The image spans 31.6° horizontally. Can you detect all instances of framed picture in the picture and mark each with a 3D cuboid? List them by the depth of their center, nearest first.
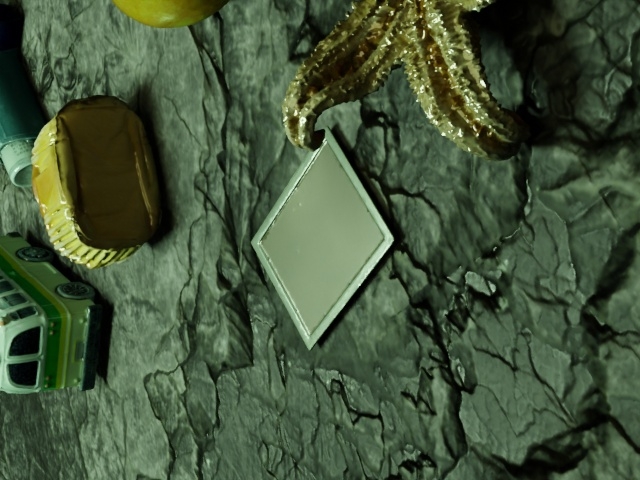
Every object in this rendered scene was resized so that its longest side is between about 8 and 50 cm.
[{"bbox_3d":[0.000,0.000,1.110,0.142,0.011,0.183,60,137,26],"label":"framed picture"}]

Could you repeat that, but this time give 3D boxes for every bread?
[{"bbox_3d":[-0.268,-0.066,1.345,0.114,0.132,0.191,-29,71,52],"label":"bread"}]

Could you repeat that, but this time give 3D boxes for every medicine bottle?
[{"bbox_3d":[-0.440,-0.203,1.584,0.124,0.079,0.258,-48,60,44],"label":"medicine bottle"}]

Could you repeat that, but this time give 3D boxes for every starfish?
[{"bbox_3d":[0.065,-0.208,0.918,0.303,0.113,0.312,37,115,39],"label":"starfish"}]

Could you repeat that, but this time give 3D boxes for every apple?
[{"bbox_3d":[-0.154,-0.298,1.150,0.147,0.146,0.163,-40,67,52],"label":"apple"}]

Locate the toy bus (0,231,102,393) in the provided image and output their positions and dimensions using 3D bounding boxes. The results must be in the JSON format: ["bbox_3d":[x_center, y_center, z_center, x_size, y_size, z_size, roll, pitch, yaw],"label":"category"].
[{"bbox_3d":[-0.424,0.097,1.547,0.276,0.164,0.134,31,119,45],"label":"toy bus"}]
